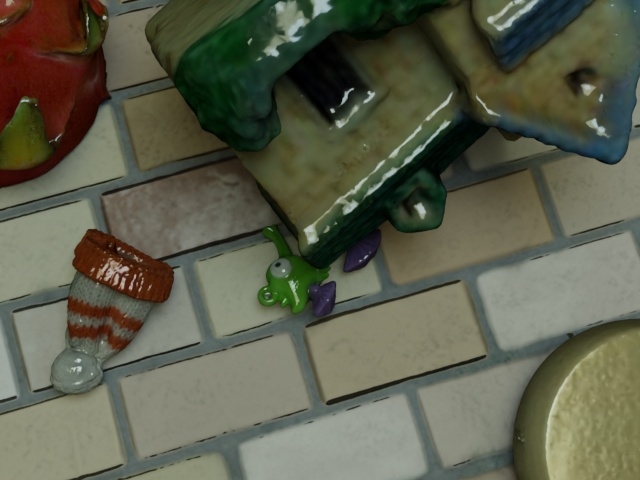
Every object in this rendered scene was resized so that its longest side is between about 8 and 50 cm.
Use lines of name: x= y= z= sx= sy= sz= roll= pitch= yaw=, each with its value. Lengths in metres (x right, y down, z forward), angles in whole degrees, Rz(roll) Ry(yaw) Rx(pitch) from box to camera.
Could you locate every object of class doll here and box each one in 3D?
doll: x=0.000 y=0.000 z=1.035 sx=0.115 sy=0.050 sz=0.190 roll=36 pitch=71 yaw=13

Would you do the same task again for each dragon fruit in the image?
dragon fruit: x=-0.365 y=-0.210 z=0.967 sx=0.306 sy=0.226 sz=0.305 roll=1 pitch=78 yaw=-6

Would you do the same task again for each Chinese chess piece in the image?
Chinese chess piece: x=0.330 y=0.212 z=0.983 sx=0.273 sy=0.102 sz=0.273 roll=1 pitch=79 yaw=-5

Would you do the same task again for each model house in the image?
model house: x=0.086 y=-0.161 z=0.904 sx=0.382 sy=0.334 sz=0.342 roll=-37 pitch=118 yaw=2

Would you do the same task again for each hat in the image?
hat: x=-0.228 y=0.081 z=0.994 sx=0.112 sy=0.093 sz=0.162 roll=24 pitch=95 yaw=12
